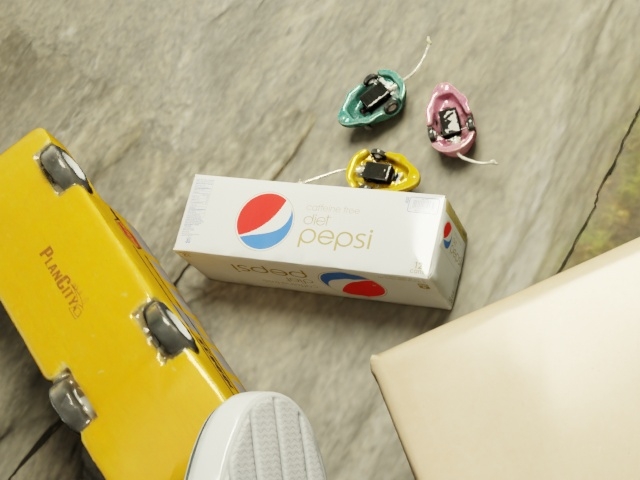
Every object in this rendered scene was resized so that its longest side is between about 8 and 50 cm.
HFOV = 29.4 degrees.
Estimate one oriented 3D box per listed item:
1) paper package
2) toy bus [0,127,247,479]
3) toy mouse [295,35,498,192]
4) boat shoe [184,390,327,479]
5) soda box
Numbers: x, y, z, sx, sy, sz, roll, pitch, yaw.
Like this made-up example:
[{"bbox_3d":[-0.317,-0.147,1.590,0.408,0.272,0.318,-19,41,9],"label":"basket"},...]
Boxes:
[{"bbox_3d":[0.235,0.158,0.745,0.325,0.168,0.309,-25,62,10],"label":"paper package"},{"bbox_3d":[-0.163,0.066,0.956,0.108,0.130,0.333,-39,60,2],"label":"toy bus"},{"bbox_3d":[0.074,-0.097,0.994,0.161,0.031,0.143,6,71,23],"label":"toy mouse"},{"bbox_3d":[-0.073,0.268,0.808,0.119,0.121,0.335,-5,78,43],"label":"boat shoe"},{"bbox_3d":[0.000,0.000,0.955,0.216,0.074,0.069,7,70,23],"label":"soda box"}]
